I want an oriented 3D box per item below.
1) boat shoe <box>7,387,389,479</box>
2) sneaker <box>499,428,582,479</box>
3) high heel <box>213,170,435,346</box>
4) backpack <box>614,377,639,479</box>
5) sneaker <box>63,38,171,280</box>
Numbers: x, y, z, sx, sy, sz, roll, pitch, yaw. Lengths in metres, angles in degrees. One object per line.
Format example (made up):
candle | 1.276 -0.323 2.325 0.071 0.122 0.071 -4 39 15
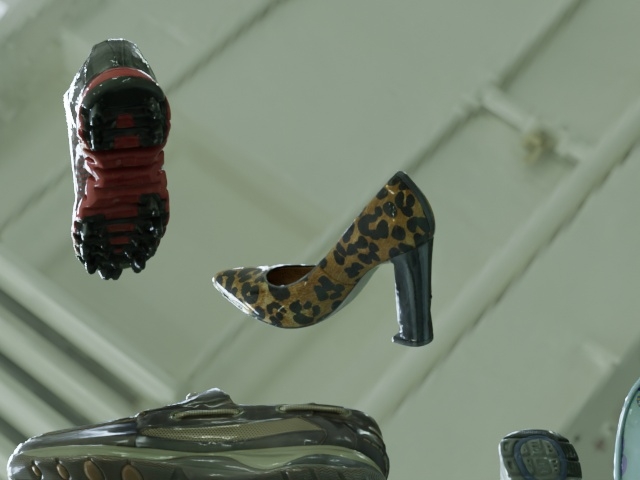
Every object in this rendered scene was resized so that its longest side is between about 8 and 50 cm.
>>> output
boat shoe | -0.106 0.211 1.609 0.130 0.355 0.132 -71 -21 -56
sneaker | 0.264 0.352 1.963 0.297 0.111 0.129 -97 7 -47
high heel | 0.000 0.000 1.816 0.093 0.261 0.186 -41 -46 -54
backpack | 0.370 0.196 1.460 0.191 0.253 0.225 13 -102 -58
sneaker | -0.203 -0.085 1.751 0.097 0.135 0.276 -4 -45 -13
